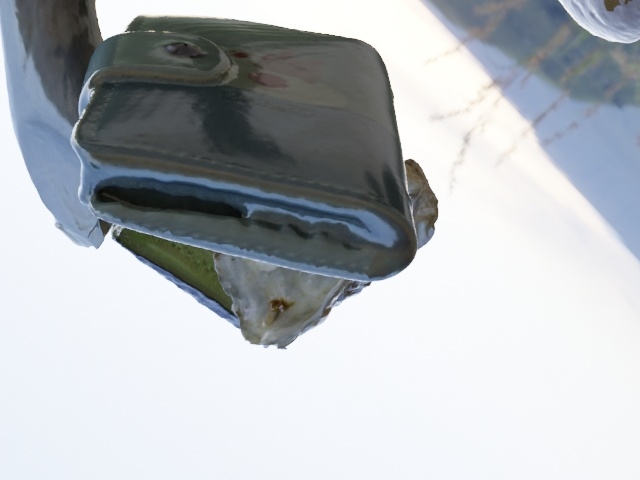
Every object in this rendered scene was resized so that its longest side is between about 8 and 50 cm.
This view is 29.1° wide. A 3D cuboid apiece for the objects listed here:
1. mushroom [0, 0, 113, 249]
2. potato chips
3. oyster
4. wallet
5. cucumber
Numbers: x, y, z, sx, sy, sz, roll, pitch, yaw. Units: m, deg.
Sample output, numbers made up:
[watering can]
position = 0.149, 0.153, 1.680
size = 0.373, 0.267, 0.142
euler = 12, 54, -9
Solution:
[mushroom]
position = -0.230, -0.169, 1.106
size = 0.109, 0.351, 0.097
euler = -17, -166, -34
[potato chips]
position = 0.260, -0.259, 1.159
size = 0.202, 0.049, 0.150
euler = -130, 33, -63
[oyster]
position = 0.012, 0.007, 1.149
size = 0.107, 0.232, 0.162
euler = 19, -139, -58
[wallet]
position = -0.057, -0.098, 0.947
size = 0.252, 0.083, 0.360
euler = 12, -154, -7
[cucumber]
position = -0.152, 0.023, 1.439
size = 0.211, 0.078, 0.062
euler = 36, 162, -29
